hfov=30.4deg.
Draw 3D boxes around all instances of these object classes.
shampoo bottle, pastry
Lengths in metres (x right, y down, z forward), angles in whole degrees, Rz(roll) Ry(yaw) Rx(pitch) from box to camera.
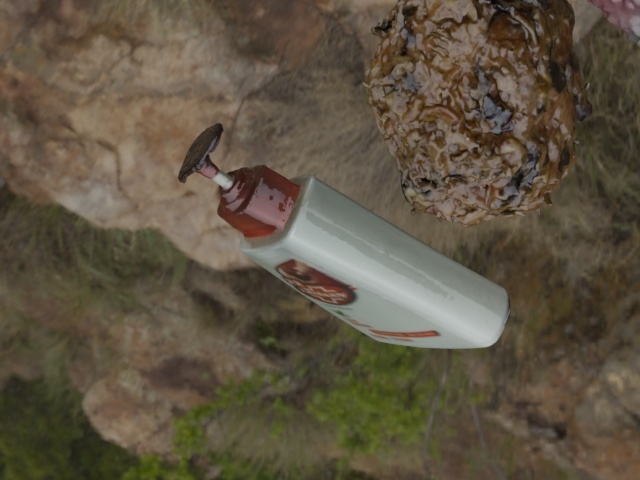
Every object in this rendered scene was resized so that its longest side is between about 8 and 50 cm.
[{"bbox_3d":[0.000,0.000,0.901,0.284,0.071,0.153,31,162,-33],"label":"shampoo bottle"},{"bbox_3d":[0.139,-0.139,1.127,0.193,0.275,0.275,7,129,33],"label":"pastry"}]

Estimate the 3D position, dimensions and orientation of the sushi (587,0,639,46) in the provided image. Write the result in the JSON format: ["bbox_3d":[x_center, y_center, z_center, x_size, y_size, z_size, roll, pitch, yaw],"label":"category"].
[{"bbox_3d":[0.281,-0.259,0.895,0.107,0.241,0.161,44,137,1],"label":"sushi"}]
